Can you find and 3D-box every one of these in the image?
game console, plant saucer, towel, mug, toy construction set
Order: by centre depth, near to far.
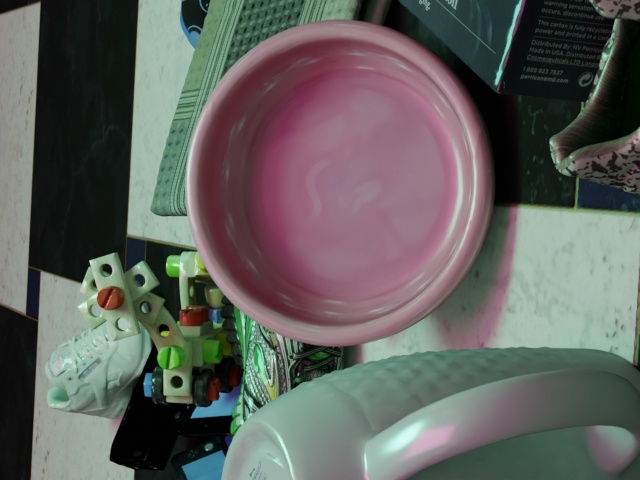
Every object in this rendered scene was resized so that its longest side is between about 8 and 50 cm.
[{"bbox_3d":[0.114,0.203,1.227,0.374,0.328,0.276,128,137,-51],"label":"mug"},{"bbox_3d":[0.024,-0.058,1.558,0.332,0.084,0.332,0,89,21],"label":"plant saucer"},{"bbox_3d":[-0.060,-0.180,1.784,0.312,0.056,0.324,-5,65,49],"label":"towel"},{"bbox_3d":[-0.168,0.093,1.915,0.151,0.328,0.215,3,95,26],"label":"toy construction set"},{"bbox_3d":[-0.138,0.292,2.049,0.144,0.124,0.085,-126,18,-53],"label":"game console"},{"bbox_3d":[-0.167,0.212,2.085,0.361,0.044,0.213,-13,51,54],"label":"game console"}]

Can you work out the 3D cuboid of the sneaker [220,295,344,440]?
[{"bbox_3d":[-0.031,0.159,1.773,0.146,0.134,0.343,-48,48,47],"label":"sneaker"}]

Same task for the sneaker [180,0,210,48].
[{"bbox_3d":[-0.158,-0.361,2.138,0.090,0.081,0.232,109,152,-47],"label":"sneaker"}]

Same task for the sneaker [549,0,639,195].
[{"bbox_3d":[0.280,-0.191,1.076,0.158,0.182,0.410,-128,47,-54],"label":"sneaker"}]

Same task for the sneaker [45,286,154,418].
[{"bbox_3d":[-0.355,0.191,2.436,0.305,0.152,0.114,118,147,-40],"label":"sneaker"}]

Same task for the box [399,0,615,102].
[{"bbox_3d":[0.193,-0.323,1.268,0.343,0.179,0.312,-125,45,-55],"label":"box"}]
